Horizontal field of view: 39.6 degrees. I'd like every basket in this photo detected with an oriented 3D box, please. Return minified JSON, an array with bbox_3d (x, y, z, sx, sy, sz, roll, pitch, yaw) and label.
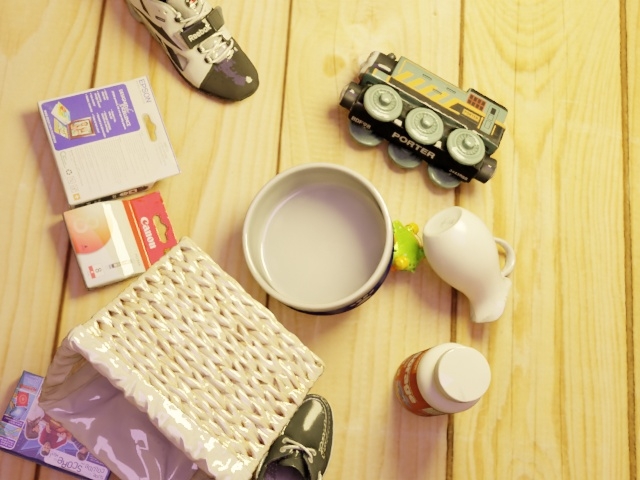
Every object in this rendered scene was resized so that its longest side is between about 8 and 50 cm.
[{"bbox_3d":[-0.216,0.230,1.387,0.331,0.328,0.266,43,55,2],"label":"basket"}]

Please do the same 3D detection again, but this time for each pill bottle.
[{"bbox_3d":[0.214,0.243,1.552,0.121,0.216,0.121,3,75,-11],"label":"pill bottle"}]

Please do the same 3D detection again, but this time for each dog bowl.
[{"bbox_3d":[0.000,0.000,1.586,0.265,0.104,0.264,-2,77,8],"label":"dog bowl"}]

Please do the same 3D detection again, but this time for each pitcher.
[{"bbox_3d":[0.288,0.023,1.661,0.207,0.126,0.177,54,50,-25],"label":"pitcher"}]

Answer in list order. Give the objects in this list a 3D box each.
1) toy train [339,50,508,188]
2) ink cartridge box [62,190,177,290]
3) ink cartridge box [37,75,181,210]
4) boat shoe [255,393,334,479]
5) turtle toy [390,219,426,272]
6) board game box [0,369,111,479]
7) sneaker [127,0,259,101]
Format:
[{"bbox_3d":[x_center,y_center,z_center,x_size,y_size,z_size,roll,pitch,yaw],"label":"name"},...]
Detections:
[{"bbox_3d":[0.203,-0.238,1.720,0.334,0.142,0.190,28,60,-2],"label":"toy train"},{"bbox_3d":[-0.351,-0.004,1.587,0.179,0.045,0.145,-18,81,-13],"label":"ink cartridge box"},{"bbox_3d":[-0.384,-0.179,1.621,0.208,0.045,0.206,-17,80,-14],"label":"ink cartridge box"},{"bbox_3d":[-0.047,0.387,1.473,0.114,0.091,0.302,16,64,2],"label":"boat shoe"},{"bbox_3d":[0.142,0.005,1.674,0.095,0.066,0.130,-22,81,-43],"label":"turtle toy"},{"bbox_3d":[-0.430,0.317,1.495,0.201,0.035,0.136,22,73,-6],"label":"board game box"},{"bbox_3d":[-0.243,-0.397,1.656,0.330,0.146,0.122,43,71,-1],"label":"sneaker"}]
